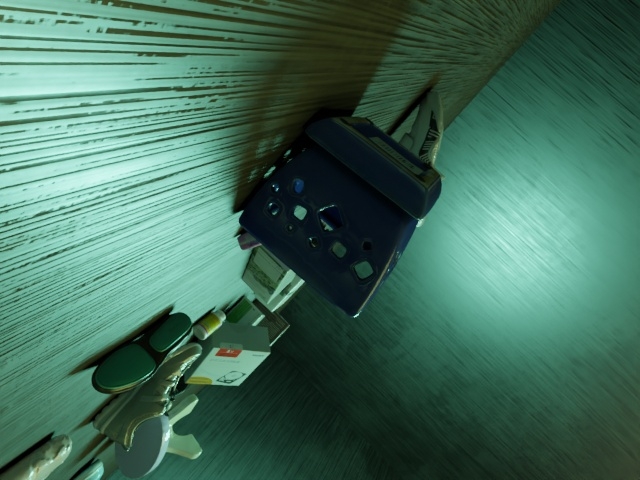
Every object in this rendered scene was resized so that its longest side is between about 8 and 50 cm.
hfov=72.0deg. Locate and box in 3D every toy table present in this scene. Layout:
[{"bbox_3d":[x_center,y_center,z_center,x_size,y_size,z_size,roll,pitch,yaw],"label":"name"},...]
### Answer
[{"bbox_3d":[-0.499,0.590,1.364,0.274,0.252,0.160,-43,160,26],"label":"toy table"}]

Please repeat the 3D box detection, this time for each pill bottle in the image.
[{"bbox_3d":[-0.278,0.210,1.111,0.083,0.043,0.043,-40,172,-48],"label":"pill bottle"}]

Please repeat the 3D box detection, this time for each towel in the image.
[{"bbox_3d":[-0.608,0.503,0.724,0.317,0.053,0.332,-49,175,26],"label":"towel"}]

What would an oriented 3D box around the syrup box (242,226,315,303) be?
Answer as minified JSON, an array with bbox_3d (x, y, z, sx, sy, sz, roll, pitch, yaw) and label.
[{"bbox_3d":[-0.106,0.057,1.037,0.096,0.093,0.237,-43,174,-29],"label":"syrup box"}]

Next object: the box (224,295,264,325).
[{"bbox_3d":[-0.244,0.245,1.407,0.101,0.087,0.102,-45,175,-11],"label":"box"}]

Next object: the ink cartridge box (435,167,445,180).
[{"bbox_3d":[0.351,-0.249,1.717,0.115,0.198,0.273,-47,175,2],"label":"ink cartridge box"}]

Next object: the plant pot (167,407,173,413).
[{"bbox_3d":[-0.620,0.671,1.566,0.237,0.109,0.237,-46,175,-5],"label":"plant pot"}]

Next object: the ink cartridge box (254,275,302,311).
[{"bbox_3d":[-0.115,0.138,1.576,0.219,0.092,0.160,-47,174,11],"label":"ink cartridge box"}]

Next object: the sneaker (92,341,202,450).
[{"bbox_3d":[-0.384,0.363,1.047,0.281,0.115,0.105,-44,174,-20],"label":"sneaker"}]

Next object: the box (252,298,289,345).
[{"bbox_3d":[-0.255,0.357,1.728,0.203,0.167,0.168,-44,175,-22],"label":"box"}]

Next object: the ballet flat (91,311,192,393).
[{"bbox_3d":[-0.298,0.197,0.745,0.074,0.074,0.203,-50,176,35],"label":"ballet flat"}]

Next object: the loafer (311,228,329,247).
[{"bbox_3d":[0.000,0.000,1.627,0.078,0.080,0.220,-13,176,2],"label":"loafer"}]

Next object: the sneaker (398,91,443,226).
[{"bbox_3d":[0.217,-0.230,1.225,0.137,0.210,0.366,-33,131,-70],"label":"sneaker"}]

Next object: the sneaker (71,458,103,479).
[{"bbox_3d":[-0.783,0.904,1.518,0.319,0.208,0.127,-49,172,27],"label":"sneaker"}]

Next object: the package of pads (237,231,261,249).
[{"bbox_3d":[-0.099,-0.012,0.771,0.083,0.032,0.050,-20,-171,25],"label":"package of pads"}]

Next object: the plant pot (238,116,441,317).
[{"bbox_3d":[0.053,-0.061,0.698,0.212,0.236,0.236,-54,171,24],"label":"plant pot"}]

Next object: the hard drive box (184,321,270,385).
[{"bbox_3d":[-0.284,0.343,1.321,0.181,0.089,0.232,13,134,-30],"label":"hard drive box"}]

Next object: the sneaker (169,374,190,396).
[{"bbox_3d":[-0.534,0.561,1.718,0.089,0.051,0.170,-56,173,37],"label":"sneaker"}]
